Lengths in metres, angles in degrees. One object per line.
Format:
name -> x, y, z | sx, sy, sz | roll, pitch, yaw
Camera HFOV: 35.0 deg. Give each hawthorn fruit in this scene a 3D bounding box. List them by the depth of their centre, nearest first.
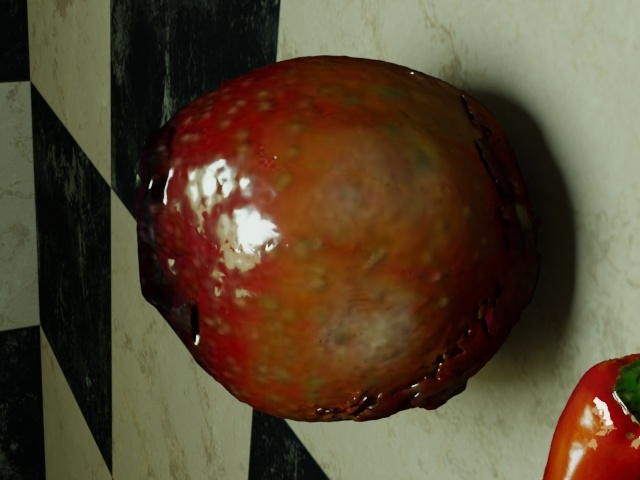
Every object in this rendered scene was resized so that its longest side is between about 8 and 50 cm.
hawthorn fruit -> 0.001, -0.003, 0.766 | 0.316, 0.315, 0.316 | 28, 122, 59

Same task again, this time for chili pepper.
chili pepper -> 0.208, 0.206, 0.675 | 0.137, 0.091, 0.369 | 17, 121, 41
